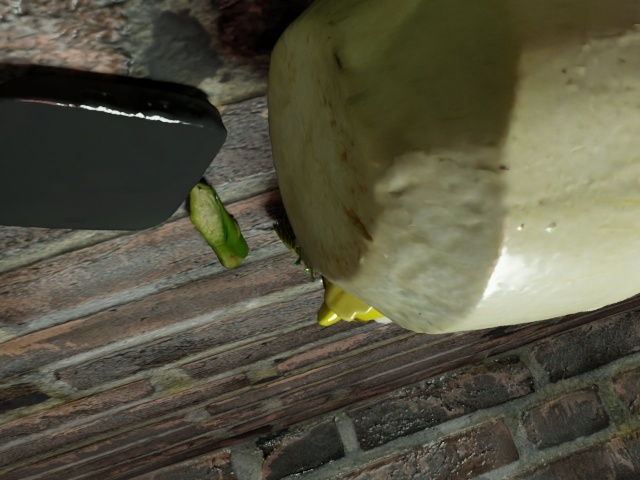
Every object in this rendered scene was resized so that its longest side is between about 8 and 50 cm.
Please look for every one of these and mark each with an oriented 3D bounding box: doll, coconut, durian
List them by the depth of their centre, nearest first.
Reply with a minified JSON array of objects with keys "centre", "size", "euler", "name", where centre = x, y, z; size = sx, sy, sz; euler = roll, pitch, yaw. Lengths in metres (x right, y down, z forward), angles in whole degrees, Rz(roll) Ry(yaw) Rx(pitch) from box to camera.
[{"centre":[0.127,-0.085,0.537],"size":[0.322,0.323,0.323],"euler":[-17,159,-7],"name":"coconut"},{"centre":[0.069,0.015,0.837],"size":[0.199,0.145,0.363],"euler":[-44,176,11],"name":"doll"},{"centre":[0.000,0.000,0.877],"size":[0.086,0.100,0.215],"euler":[-29,164,15],"name":"durian"}]

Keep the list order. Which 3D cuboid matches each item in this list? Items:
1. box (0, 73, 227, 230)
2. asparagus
[{"centre":[-0.199,-0.066,0.626],"size":[0.212,0.042,0.201],"euler":[-1,152,-38],"name":"box"},{"centre":[-0.117,-0.015,0.823],"size":[0.045,0.041,0.178],"euler":[-27,158,-4],"name":"asparagus"}]
